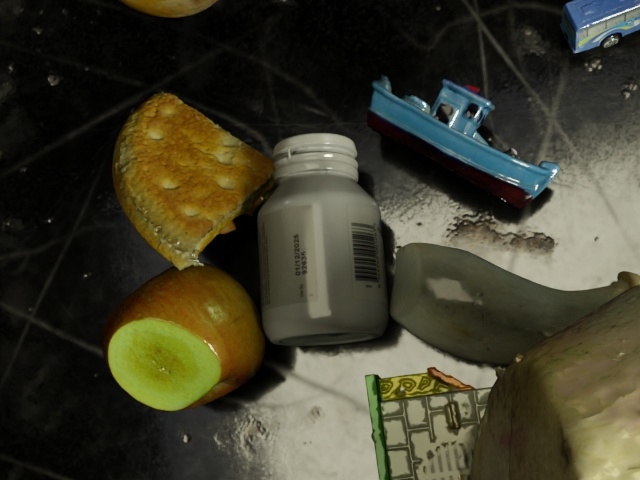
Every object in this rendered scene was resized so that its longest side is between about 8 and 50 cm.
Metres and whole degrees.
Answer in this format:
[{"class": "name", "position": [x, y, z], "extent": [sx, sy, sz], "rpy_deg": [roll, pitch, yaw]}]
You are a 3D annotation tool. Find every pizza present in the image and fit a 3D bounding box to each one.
[{"class": "pizza", "position": [-0.139, -0.071, 0.952], "extent": [0.197, 0.058, 0.292], "rpy_deg": [0, 46, -23]}]

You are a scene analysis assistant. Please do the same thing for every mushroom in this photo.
[{"class": "mushroom", "position": [0.207, 0.074, 0.863], "extent": [0.270, 0.103, 0.118], "rpy_deg": [9, 86, 4]}]

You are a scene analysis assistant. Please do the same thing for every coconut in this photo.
[{"class": "coconut", "position": [0.296, 0.210, 0.615], "extent": [0.353, 0.352, 0.352], "rpy_deg": [-3, 78, 12]}]

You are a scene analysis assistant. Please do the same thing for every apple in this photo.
[{"class": "apple", "position": [-0.140, 0.105, 0.891], "extent": [0.147, 0.163, 0.146], "rpy_deg": [51, 124, 8]}]

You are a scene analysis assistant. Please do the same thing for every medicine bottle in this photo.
[{"class": "medicine bottle", "position": [0.000, 0.000, 0.897], "extent": [0.135, 0.135, 0.215], "rpy_deg": [-6, 76, 11]}]

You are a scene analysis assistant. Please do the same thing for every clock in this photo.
[{"class": "clock", "position": [0.186, 0.229, 0.831], "extent": [0.255, 0.106, 0.219], "rpy_deg": [-8, 78, 6]}]

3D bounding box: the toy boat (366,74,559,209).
[{"class": "toy boat", "position": [0.155, -0.120, 0.909], "extent": [0.223, 0.100, 0.097], "rpy_deg": [31, 100, 15]}]

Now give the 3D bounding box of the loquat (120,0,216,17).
[{"class": "loquat", "position": [-0.203, -0.373, 1.002], "extent": [0.179, 0.179, 0.227], "rpy_deg": [-45, 72, 0]}]

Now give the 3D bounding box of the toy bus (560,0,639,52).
[{"class": "toy bus", "position": [0.344, -0.259, 0.917], "extent": [0.153, 0.061, 0.051], "rpy_deg": [-21, 69, 9]}]
